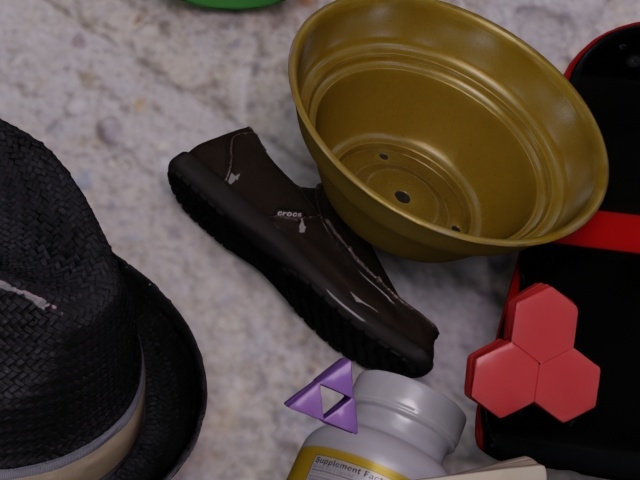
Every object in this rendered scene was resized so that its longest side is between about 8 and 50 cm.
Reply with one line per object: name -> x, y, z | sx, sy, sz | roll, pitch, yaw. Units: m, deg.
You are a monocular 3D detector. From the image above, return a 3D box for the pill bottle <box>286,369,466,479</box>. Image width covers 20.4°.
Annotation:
pill bottle -> 0.021, 0.177, 1.081 | 0.103, 0.103, 0.184 | 24, 69, 4

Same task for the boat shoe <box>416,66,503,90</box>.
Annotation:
boat shoe -> 0.070, -0.116, 1.221 | 0.142, 0.049, 0.040 | 4, 69, -1

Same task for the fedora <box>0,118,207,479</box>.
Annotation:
fedora -> -0.220, 0.026, 1.030 | 0.334, 0.152, 0.334 | 8, 40, -7

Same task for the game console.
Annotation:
game console -> 0.315, 0.015, 1.113 | 0.386, 0.060, 0.342 | 7, 61, 19

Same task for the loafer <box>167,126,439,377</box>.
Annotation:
loafer -> 0.000, 0.000, 1.155 | 0.220, 0.080, 0.078 | 42, 73, 10

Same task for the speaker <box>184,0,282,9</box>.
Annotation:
speaker -> -0.060, -0.318, 1.242 | 0.131, 0.131, 0.297 | 2, 70, -4

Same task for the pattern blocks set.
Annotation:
pattern blocks set -> 0.073, 0.213, 1.008 | 0.285, 0.026, 0.325 | -21, 102, -13

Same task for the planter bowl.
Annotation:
planter bowl -> 0.066, -0.052, 1.131 | 0.217, 0.090, 0.217 | 15, 45, -15
